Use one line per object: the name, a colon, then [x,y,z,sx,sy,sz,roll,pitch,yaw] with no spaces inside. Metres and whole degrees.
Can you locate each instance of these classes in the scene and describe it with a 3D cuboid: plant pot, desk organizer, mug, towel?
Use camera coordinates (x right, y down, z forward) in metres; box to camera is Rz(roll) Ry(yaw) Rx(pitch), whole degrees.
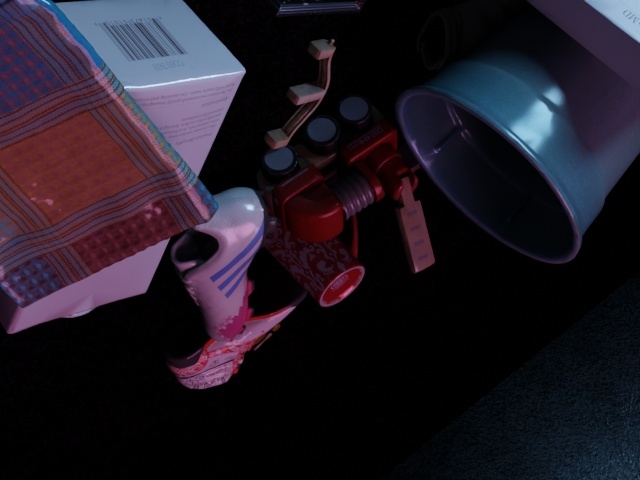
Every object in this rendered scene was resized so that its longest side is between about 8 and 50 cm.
plant pot: [0.347,-0.201,1.870,0.334,0.341,0.341,-45,158,-14]
desk organizer: [0.162,-0.141,2.185,0.130,0.047,0.050,-35,158,-13]
mug: [-0.007,0.002,2.021,0.113,0.169,0.150,-4,137,-53]
towel: [-0.306,-0.086,1.299,0.271,0.040,0.370,-25,134,13]

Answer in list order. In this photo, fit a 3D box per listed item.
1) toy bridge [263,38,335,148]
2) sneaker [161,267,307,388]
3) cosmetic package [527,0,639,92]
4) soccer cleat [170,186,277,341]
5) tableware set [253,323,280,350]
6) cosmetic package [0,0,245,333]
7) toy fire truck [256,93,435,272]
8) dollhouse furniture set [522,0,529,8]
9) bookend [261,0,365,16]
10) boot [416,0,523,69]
toy bridge: [-0.019,-0.211,1.814,0.063,0.026,0.188,-20,148,-45]
sneaker: [-0.140,0.153,2.177,0.270,0.090,0.145,-30,151,-13]
cosmetic package: [0.436,-0.388,1.755,0.284,0.377,0.097,-36,150,-15]
soccer cleat: [-0.170,0.041,1.945,0.143,0.116,0.331,-10,142,-24]
tableware set: [-0.109,0.138,2.290,0.104,0.024,0.154,-43,155,-3]
cosmetic package: [-0.268,-0.087,1.496,0.217,0.156,0.385,-15,147,-45]
toy fire truck: [0.055,-0.057,1.916,0.217,0.246,0.158,-34,155,-16]
dollhouse furniture set: [0.336,-0.387,2.047,0.144,0.123,0.151,-40,122,-4]
bookend: [0.011,-0.357,1.549,0.156,0.072,0.157,-13,143,-47]
boot: [0.222,-0.295,1.973,0.165,0.077,0.213,-29,149,-26]
